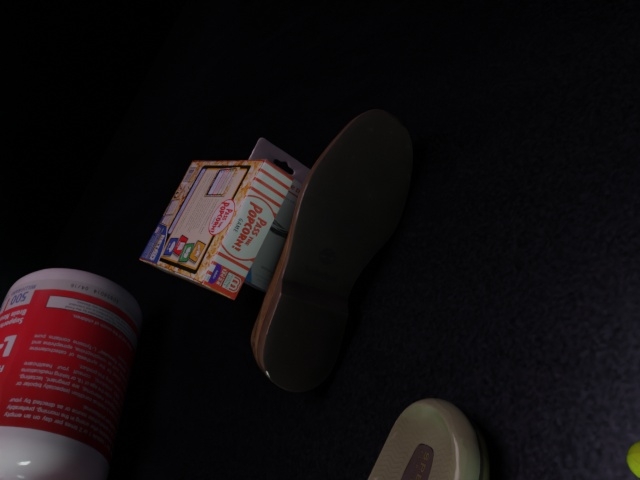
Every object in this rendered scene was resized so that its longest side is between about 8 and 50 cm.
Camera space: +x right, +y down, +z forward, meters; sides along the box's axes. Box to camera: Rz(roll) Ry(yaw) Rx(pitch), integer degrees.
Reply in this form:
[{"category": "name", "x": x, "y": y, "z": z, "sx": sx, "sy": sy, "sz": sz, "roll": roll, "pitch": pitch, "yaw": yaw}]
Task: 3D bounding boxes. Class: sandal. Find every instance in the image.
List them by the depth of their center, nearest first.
[{"category": "sandal", "x": 0.018, "y": 0.245, "z": 0.389, "sx": 0.120, "sy": 0.086, "sz": 0.302, "roll": -4, "pitch": 60, "yaw": 55}]

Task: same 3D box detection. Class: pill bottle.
[{"category": "pill bottle", "x": -0.420, "y": 0.261, "z": 0.888, "sx": 0.229, "sy": 0.229, "sz": 0.407, "roll": -38, "pitch": 36, "yaw": 32}]

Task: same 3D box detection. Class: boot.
[{"category": "boot", "x": 0.000, "y": 0.000, "z": 0.630, "sx": 0.305, "sy": 0.112, "sz": 0.115, "roll": -66, "pitch": 20, "yaw": -7}]

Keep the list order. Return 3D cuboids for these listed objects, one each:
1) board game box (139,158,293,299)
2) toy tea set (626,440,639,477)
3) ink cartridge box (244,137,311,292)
[{"category": "board game box", "x": -0.128, "y": -0.021, "z": 0.680, "sx": 0.194, "sy": 0.045, "sz": 0.146, "roll": 11, "pitch": 72, "yaw": 55}, {"category": "toy tea set", "x": 0.231, "y": 0.126, "z": 0.141, "sx": 0.200, "sy": 0.124, "sz": 0.336, "roll": -53, "pitch": 30, "yaw": 11}, {"category": "ink cartridge box", "x": -0.065, "y": -0.032, "z": 0.745, "sx": 0.060, "sy": 0.104, "sz": 0.180, "roll": 10, "pitch": 72, "yaw": 58}]
